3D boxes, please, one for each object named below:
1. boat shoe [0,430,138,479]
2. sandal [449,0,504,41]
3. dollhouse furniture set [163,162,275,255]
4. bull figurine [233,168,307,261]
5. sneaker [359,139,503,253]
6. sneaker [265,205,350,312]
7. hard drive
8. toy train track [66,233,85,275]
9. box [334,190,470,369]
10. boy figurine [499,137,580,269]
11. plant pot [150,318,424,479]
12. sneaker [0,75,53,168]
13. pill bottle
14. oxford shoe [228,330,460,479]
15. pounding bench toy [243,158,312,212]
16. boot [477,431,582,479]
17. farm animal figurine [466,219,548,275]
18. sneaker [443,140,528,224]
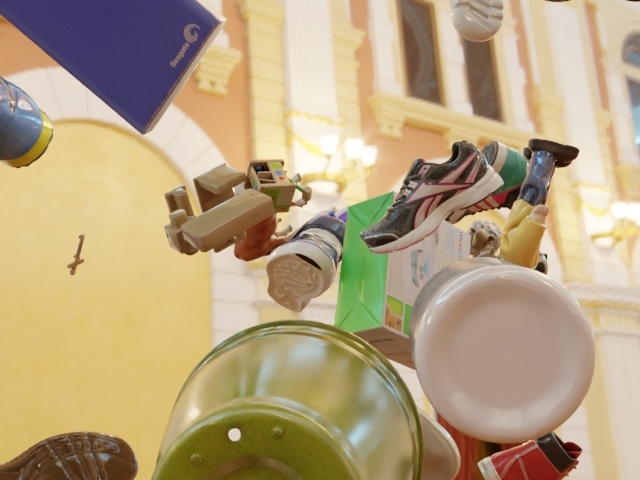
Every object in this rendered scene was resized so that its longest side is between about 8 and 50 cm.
[{"bbox_3d":[-0.453,0.391,1.385,0.341,0.121,0.110,-7,-30,-40],"label":"boat shoe"},{"bbox_3d":[0.350,-0.630,2.061,0.169,0.416,0.102,18,-27,-12],"label":"sandal"},{"bbox_3d":[-0.132,-0.007,1.209,0.144,0.123,0.151,-31,35,-29],"label":"dollhouse furniture set"},{"bbox_3d":[-0.133,-0.069,2.134,0.188,0.101,0.310,-12,-36,-22],"label":"bull figurine"},{"bbox_3d":[0.115,-0.054,1.016,0.178,0.077,0.072,-33,12,-10],"label":"sneaker"},{"bbox_3d":[0.000,0.000,1.765,0.130,0.236,0.323,32,-22,2],"label":"sneaker"},{"bbox_3d":[-0.315,-0.332,1.254,0.210,0.319,0.040,-50,0,25],"label":"hard drive"},{"bbox_3d":[-0.449,0.024,1.624,0.014,0.083,0.048,25,19,14],"label":"toy train track"},{"bbox_3d":[0.154,0.081,1.626,0.231,0.261,0.127,27,-30,-36],"label":"box"},{"bbox_3d":[0.325,-0.013,1.366,0.092,0.285,0.177,12,-9,6],"label":"boy figurine"},{"bbox_3d":[-0.052,0.293,1.081,0.367,0.366,0.353,-5,-1,5],"label":"plant pot"},{"bbox_3d":[-0.312,-0.129,0.735,0.209,0.069,0.082,27,-10,31],"label":"sneaker"},{"bbox_3d":[0.140,0.080,0.743,0.131,0.131,0.229,-5,1,4],"label":"pill bottle"},{"bbox_3d":[0.024,0.301,1.447,0.449,0.169,0.130,30,16,-6],"label":"oxford shoe"},{"bbox_3d":[-0.059,-0.080,1.250,0.083,0.065,0.052,-4,-44,-23],"label":"pounding bench toy"},{"bbox_3d":[0.413,0.455,1.597,0.176,0.244,0.088,-29,24,5],"label":"boot"},{"bbox_3d":[0.393,0.096,1.915,0.327,0.330,0.172,-27,-28,-42],"label":"farm animal figurine"},{"bbox_3d":[0.380,-0.095,1.878,0.178,0.123,0.295,19,-28,-10],"label":"sneaker"}]
